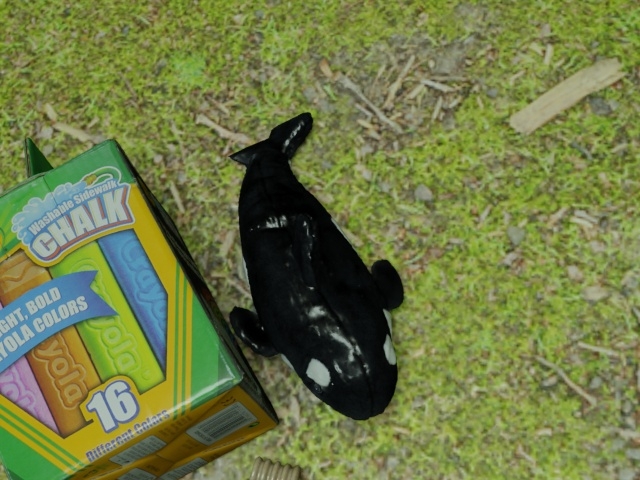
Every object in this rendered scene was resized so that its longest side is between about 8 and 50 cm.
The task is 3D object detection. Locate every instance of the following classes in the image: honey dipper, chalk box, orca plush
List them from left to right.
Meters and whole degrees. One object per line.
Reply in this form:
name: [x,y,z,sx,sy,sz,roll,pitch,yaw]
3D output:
chalk box: [-0.187,0.053,0.761,0.179,0.180,0.289,-30,68,-5]
orca plush: [0.000,0.000,0.784,0.151,0.102,0.287,0,57,-9]
honey dipper: [0.022,0.208,0.760,0.161,0.030,0.030,13,72,7]
